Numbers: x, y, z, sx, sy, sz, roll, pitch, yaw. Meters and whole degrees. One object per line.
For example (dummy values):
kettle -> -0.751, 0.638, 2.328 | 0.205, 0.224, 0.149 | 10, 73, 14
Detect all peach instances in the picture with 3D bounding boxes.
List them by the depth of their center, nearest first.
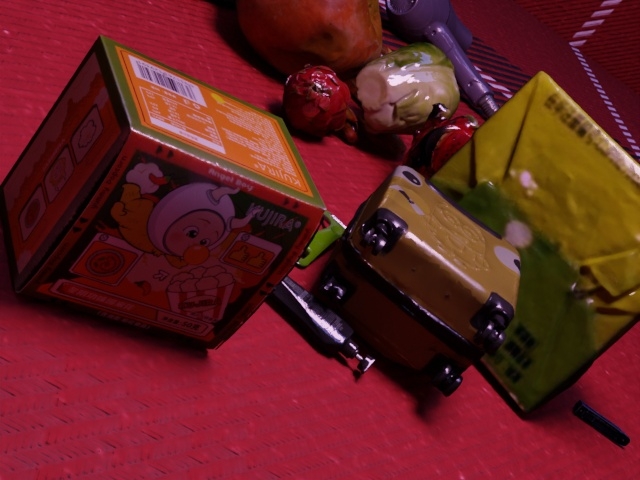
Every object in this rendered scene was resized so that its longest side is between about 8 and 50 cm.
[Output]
peach -> -0.003, -0.329, 1.679 | 0.235, 0.214, 0.214 | 47, 13, -42

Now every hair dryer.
hair dryer -> 0.280, -0.347, 2.316 | 0.301, 0.121, 0.361 | 16, 41, -60

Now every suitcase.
suitcase -> 0.104, 0.042, 1.244 | 0.194, 0.143, 0.235 | 38, 24, -3

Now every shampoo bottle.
shampoo bottle -> -0.003, 0.080, 1.158 | 0.137, 0.027, 0.048 | 41, 36, 3

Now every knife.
knife -> 0.002, -0.002, 1.324 | 0.078, 0.022, 0.166 | 39, 21, 11

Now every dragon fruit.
dragon fruit -> 0.002, -0.177, 1.585 | 0.094, 0.094, 0.190 | 50, 3, 22
dragon fruit -> 0.179, -0.103, 1.610 | 0.160, 0.166, 0.172 | -6, 0, -8

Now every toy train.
toy train -> 0.349, 0.227, 1.444 | 0.083, 0.017, 0.017 | 35, 16, -11

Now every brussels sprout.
brussels sprout -> 0.127, -0.217, 1.676 | 0.183, 0.145, 0.131 | -35, 121, -78

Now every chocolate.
chocolate -> 0.268, 0.005, 1.394 | 0.301, 0.289, 0.137 | 50, 14, 22

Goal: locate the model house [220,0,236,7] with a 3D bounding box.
model house -> -0.137, -0.530, 1.708 | 0.248, 0.280, 0.230 | 56, 19, 17

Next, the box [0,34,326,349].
box -> -0.134, -0.031, 0.969 | 0.195, 0.177, 0.148 | 22, 28, -37

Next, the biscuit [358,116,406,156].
biscuit -> 0.097, -0.156, 1.754 | 0.091, 0.015, 0.078 | 6, 40, -53

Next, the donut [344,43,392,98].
donut -> 0.104, -0.251, 1.864 | 0.166, 0.073, 0.184 | 27, 26, -27
